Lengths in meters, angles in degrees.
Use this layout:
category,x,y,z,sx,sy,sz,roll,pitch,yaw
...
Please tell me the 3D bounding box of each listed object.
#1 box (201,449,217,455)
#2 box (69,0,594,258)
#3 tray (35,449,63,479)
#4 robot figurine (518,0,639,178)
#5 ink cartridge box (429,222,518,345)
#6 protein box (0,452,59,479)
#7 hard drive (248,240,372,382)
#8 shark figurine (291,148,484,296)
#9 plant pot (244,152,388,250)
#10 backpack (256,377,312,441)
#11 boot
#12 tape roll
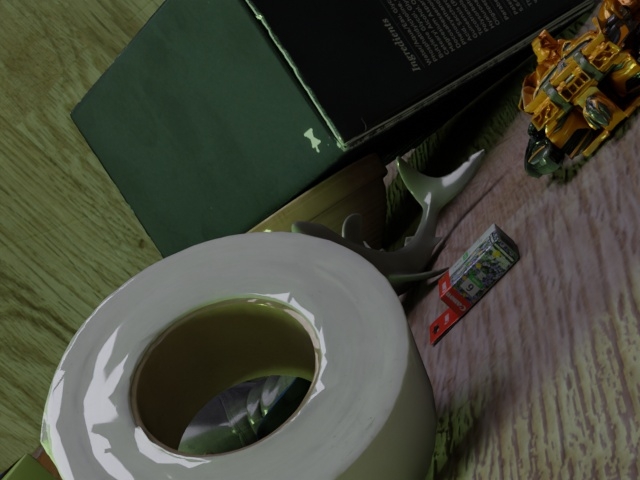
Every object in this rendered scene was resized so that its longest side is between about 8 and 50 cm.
category,x,y,z,sx,sy,sz,roll,pitch,yaw
box,-0.156,0.315,1.508,0.311,0.121,0.148,-41,11,46
box,0.007,-0.233,2.331,0.472,0.297,0.480,-34,-2,-35
tray,-0.276,0.294,2.312,0.203,0.076,0.411,-44,14,1
robot figurine,0.264,-0.171,1.759,0.211,0.085,0.291,-46,7,22
ink cartridge box,0.131,0.040,1.648,0.115,0.029,0.063,-46,8,11
protein box,-0.288,0.358,1.735,0.136,0.201,0.200,-40,11,48
hard drive,-0.082,0.123,1.953,0.307,0.040,0.203,-29,-18,-43
shark figurine,0.094,0.013,1.875,0.116,0.166,0.278,-8,15,39
plant pot,0.000,0.000,2.207,0.237,0.110,0.237,-34,-2,-1
backpack,0.016,0.153,1.479,0.120,0.098,0.101,-48,-22,-2
boot,-0.032,0.163,1.710,0.223,0.118,0.338,-30,1,13
tape roll,-0.060,0.129,1.356,0.286,0.100,0.286,-10,47,11
